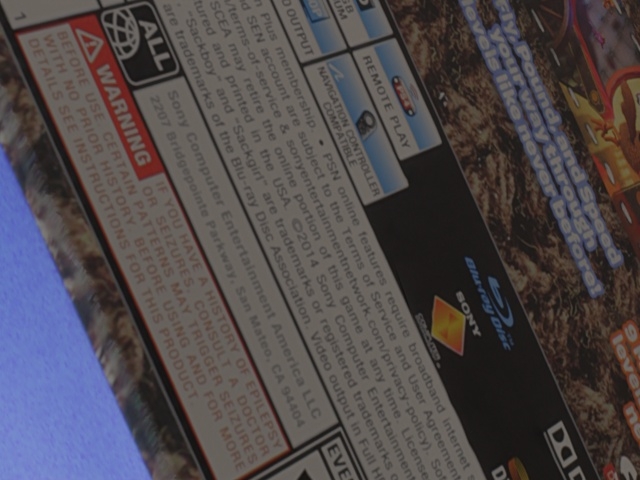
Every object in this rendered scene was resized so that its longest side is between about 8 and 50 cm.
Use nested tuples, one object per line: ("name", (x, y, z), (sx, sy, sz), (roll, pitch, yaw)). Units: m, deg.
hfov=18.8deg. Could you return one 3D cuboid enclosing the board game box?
("board game box", (0.000, 0.000, 0.454), (0.291, 0.141, 0.232), (-23, -91, -52))
